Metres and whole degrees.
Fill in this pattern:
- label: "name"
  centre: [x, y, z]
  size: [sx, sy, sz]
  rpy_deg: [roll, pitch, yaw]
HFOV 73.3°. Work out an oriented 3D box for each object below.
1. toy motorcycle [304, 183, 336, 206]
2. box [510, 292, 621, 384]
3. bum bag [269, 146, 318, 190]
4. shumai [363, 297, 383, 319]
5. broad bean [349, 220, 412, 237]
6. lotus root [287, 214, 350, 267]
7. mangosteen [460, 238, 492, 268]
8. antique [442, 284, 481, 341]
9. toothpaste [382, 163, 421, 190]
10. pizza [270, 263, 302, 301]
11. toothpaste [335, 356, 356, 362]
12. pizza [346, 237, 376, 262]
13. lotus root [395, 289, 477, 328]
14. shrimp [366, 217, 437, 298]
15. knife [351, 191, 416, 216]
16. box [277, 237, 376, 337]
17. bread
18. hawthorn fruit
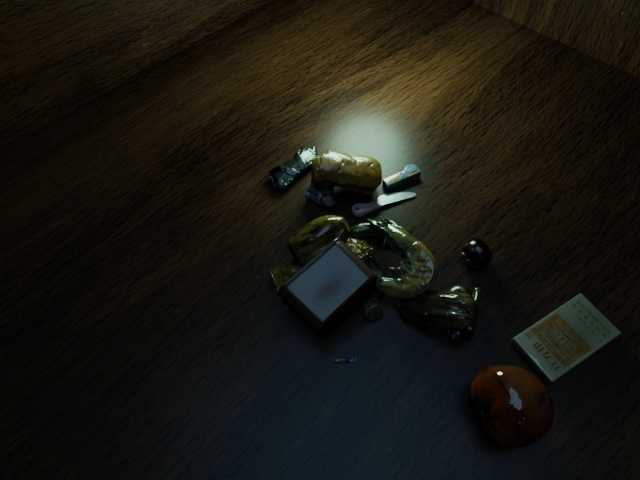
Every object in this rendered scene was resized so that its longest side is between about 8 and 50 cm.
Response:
- label: "toy motorcycle"
  centre: [-0.005, -0.251, 2.133]
  size: [0.152, 0.073, 0.225]
  rpy_deg: [-8, 59, 2]
- label: "box"
  centre: [0.959, 0.379, 1.687]
  size: [0.365, 0.051, 0.204]
  rpy_deg: [-28, 61, -12]
- label: "bum bag"
  centre: [-0.139, -0.386, 2.221]
  size: [0.142, 0.079, 0.326]
  rpy_deg: [39, 68, 20]
- label: "shumai"
  centre: [0.214, 0.285, 1.807]
  size: [0.083, 0.082, 0.080]
  rpy_deg: [-5, 20, -13]
- label: "broad bean"
  centre: [0.257, -0.051, 1.996]
  size: [0.339, 0.061, 0.077]
  rpy_deg: [-2, 66, 4]
- label: "lotus root"
  centre: [0.003, 0.004, 1.904]
  size: [0.291, 0.193, 0.193]
  rpy_deg: [-34, 61, 0]
- label: "mangosteen"
  centre: [0.671, 0.064, 1.870]
  size: [0.140, 0.140, 0.140]
  rpy_deg: [-2, 59, 3]
- label: "antique"
  centre: [0.562, 0.291, 1.734]
  size: [0.144, 0.121, 0.256]
  rpy_deg: [10, 59, 17]
- label: "toothpaste"
  centre: [0.402, -0.320, 2.159]
  size: [0.193, 0.044, 0.070]
  rpy_deg: [-24, 59, -10]
- label: "pizza"
  centre: [-0.137, 0.185, 1.887]
  size: [0.185, 0.036, 0.176]
  rpy_deg: [-10, 65, 17]
- label: "toothpaste"
  centre: [0.100, 0.477, 1.718]
  size: [0.083, 0.015, 0.024]
  rpy_deg: [-2, 67, -2]
- label: "pizza"
  centre: [0.171, 0.048, 1.946]
  size: [0.161, 0.062, 0.182]
  rpy_deg: [-4, 57, -4]
- label: "lotus root"
  centre: [0.445, 0.254, 1.713]
  size: [0.330, 0.078, 0.167]
  rpy_deg: [-2, 49, 37]
- label: "shrimp"
  centre: [0.305, 0.064, 1.851]
  size: [0.272, 0.085, 0.445]
  rpy_deg: [-39, 55, 7]
- label: "knife"
  centre: [0.306, -0.188, 2.101]
  size: [0.336, 0.043, 0.081]
  rpy_deg: [-18, 52, -14]
- label: "box"
  centre: [0.041, 0.200, 1.745]
  size: [0.339, 0.239, 0.229]
  rpy_deg: [-42, 67, -11]
- label: "bread"
  centre: [0.122, -0.336, 2.078]
  size: [0.344, 0.148, 0.195]
  rpy_deg: [8, 53, -13]
- label: "hawthorn fruit"
  centre: [0.685, 0.562, 1.491]
  size: [0.308, 0.276, 0.276]
  rpy_deg: [-2, 56, -22]
